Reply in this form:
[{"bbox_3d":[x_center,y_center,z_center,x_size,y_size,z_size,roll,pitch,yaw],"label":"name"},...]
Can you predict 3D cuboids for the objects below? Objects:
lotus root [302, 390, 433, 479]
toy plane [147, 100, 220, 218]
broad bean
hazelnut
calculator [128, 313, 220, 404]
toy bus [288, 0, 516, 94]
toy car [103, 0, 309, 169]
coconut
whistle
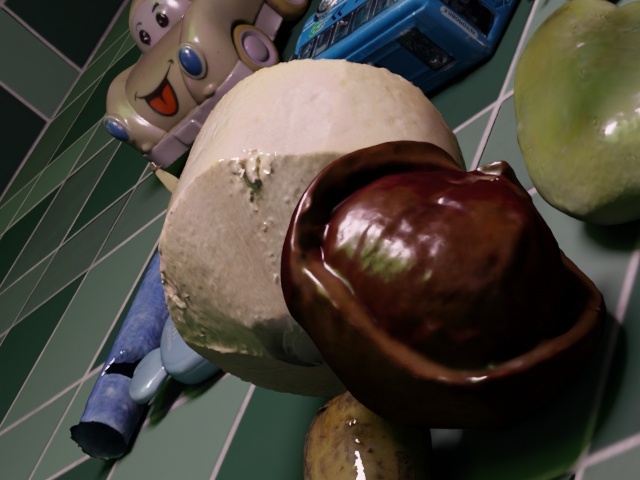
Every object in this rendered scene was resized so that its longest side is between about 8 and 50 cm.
[{"bbox_3d":[0.033,0.153,1.052,0.089,0.080,0.179,-40,23,23],"label":"lotus root"},{"bbox_3d":[-0.101,-0.111,1.924,0.256,0.104,0.242,-40,5,14],"label":"toy plane"},{"bbox_3d":[0.201,-0.091,1.105,0.169,0.100,0.228,-59,20,-7],"label":"broad bean"},{"bbox_3d":[0.070,0.029,1.017,0.160,0.201,0.170,-48,1,35],"label":"hazelnut"},{"bbox_3d":[-0.082,0.050,1.621,0.303,0.042,0.188,-47,18,11],"label":"calculator"},{"bbox_3d":[0.076,-0.206,1.627,0.246,0.113,0.134,-27,35,49],"label":"toy bus"},{"bbox_3d":[-0.184,-0.297,2.282,0.242,0.226,0.336,-36,21,40],"label":"toy car"},{"bbox_3d":[0.000,0.000,1.202,0.239,0.239,0.244,-43,21,25],"label":"coconut"},{"bbox_3d":[-0.191,0.108,1.744,0.062,0.062,0.304,-38,21,37],"label":"whistle"}]
